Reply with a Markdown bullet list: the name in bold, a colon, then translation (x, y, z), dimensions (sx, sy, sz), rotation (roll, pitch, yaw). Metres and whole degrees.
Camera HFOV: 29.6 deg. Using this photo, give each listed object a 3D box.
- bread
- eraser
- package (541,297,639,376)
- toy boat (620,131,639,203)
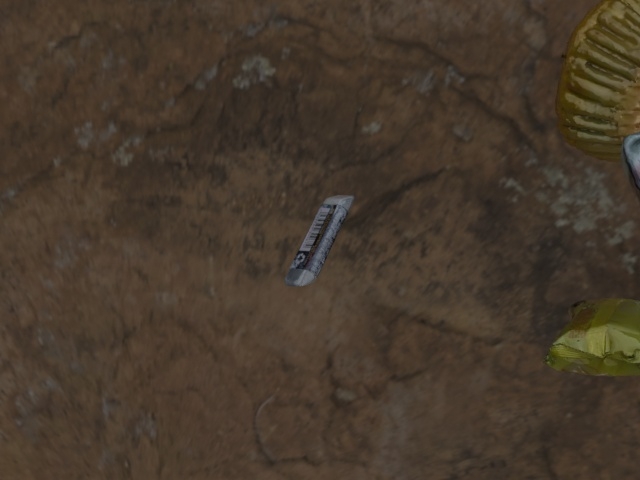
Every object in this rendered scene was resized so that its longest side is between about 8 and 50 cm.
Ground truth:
- **bread**: translation (0.398, -0.195, 1.476), dimensions (0.240, 0.240, 0.139), rotation (-27, 45, -14)
- **eraser**: translation (0.000, 0.000, 1.062), dimensions (0.019, 0.027, 0.099), rotation (38, 68, -35)
- **package**: translation (0.412, 0.137, 1.724), dimensions (0.168, 0.226, 0.090), rotation (1, 105, 26)
- **toy boat**: translation (0.312, -0.024, 0.803), dimensions (0.155, 0.085, 0.227), rotation (-45, 57, 5)
